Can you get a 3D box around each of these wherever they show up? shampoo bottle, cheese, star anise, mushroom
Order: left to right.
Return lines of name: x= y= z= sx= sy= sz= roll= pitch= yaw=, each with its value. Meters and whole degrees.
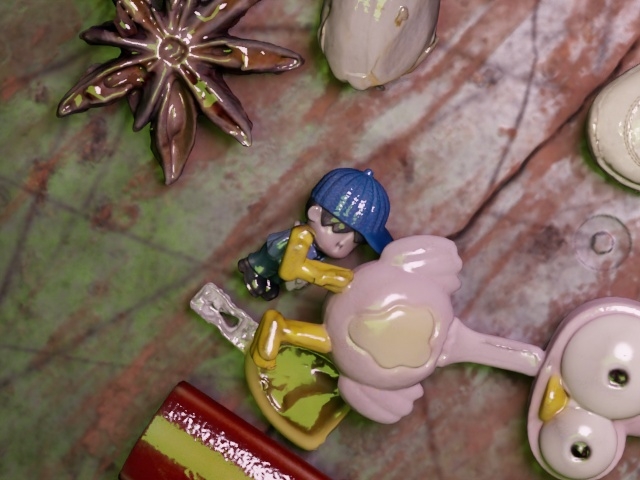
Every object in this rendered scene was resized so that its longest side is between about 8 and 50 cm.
star anise: x=-0.130 y=-0.168 z=1.198 sx=0.209 sy=0.089 sz=0.231 roll=-23 pitch=96 yaw=-4
cheese: x=-0.041 y=0.096 z=1.226 sx=0.162 sy=0.036 sz=0.086 roll=42 pitch=96 yaw=3
shampoo bottle: x=-0.036 y=0.229 z=1.218 sx=0.260 sy=0.064 sz=0.102 roll=34 pitch=93 yaw=4
mushroom: x=0.064 y=-0.255 z=1.164 sx=0.099 sy=0.096 sz=0.278 roll=12 pitch=94 yaw=4

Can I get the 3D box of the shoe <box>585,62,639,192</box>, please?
shoe: x=0.371 y=-0.090 z=1.075 sx=0.342 sy=0.210 sz=0.132 roll=1 pitch=93 yaw=7

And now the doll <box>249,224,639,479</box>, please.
doll: x=0.134 y=0.092 z=1.163 sx=0.365 sy=0.094 sz=0.160 roll=19 pitch=99 yaw=-1

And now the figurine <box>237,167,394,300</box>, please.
figurine: x=-0.004 y=-0.008 z=1.207 sx=0.136 sy=0.077 sz=0.079 roll=-22 pitch=71 yaw=20
